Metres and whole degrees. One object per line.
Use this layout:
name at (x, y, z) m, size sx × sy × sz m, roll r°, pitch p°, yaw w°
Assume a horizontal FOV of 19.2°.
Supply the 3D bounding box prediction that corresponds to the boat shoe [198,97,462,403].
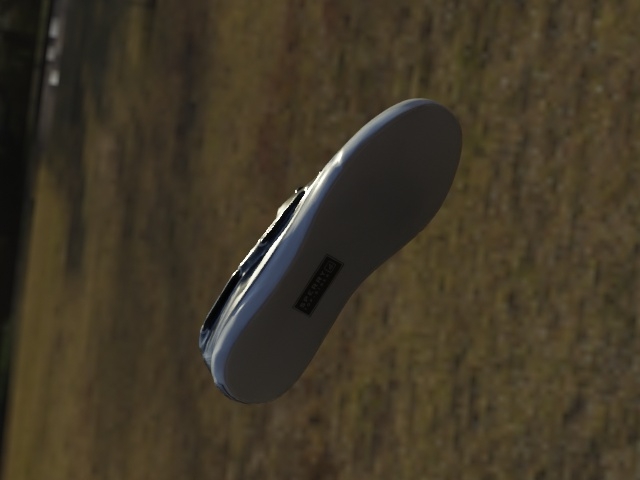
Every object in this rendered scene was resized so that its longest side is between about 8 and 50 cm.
boat shoe at (0.000, 0.000, 1.215) m, size 0.228 × 0.080 × 0.076 m, roll -57°, pitch 33°, yaw 2°
